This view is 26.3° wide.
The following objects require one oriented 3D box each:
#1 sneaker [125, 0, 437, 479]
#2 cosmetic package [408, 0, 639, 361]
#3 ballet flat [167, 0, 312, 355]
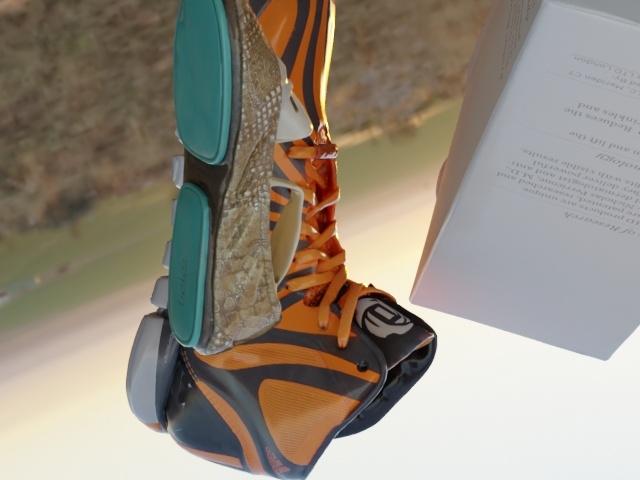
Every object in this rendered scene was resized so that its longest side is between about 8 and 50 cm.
[{"bbox_3d":[0.000,0.000,0.857,0.180,0.321,0.124,20,-164,26],"label":"sneaker"},{"bbox_3d":[0.174,-0.099,0.809,0.156,0.217,0.385,16,157,2],"label":"cosmetic package"},{"bbox_3d":[-0.040,-0.040,0.709,0.067,0.206,0.073,-8,-152,-29],"label":"ballet flat"}]
